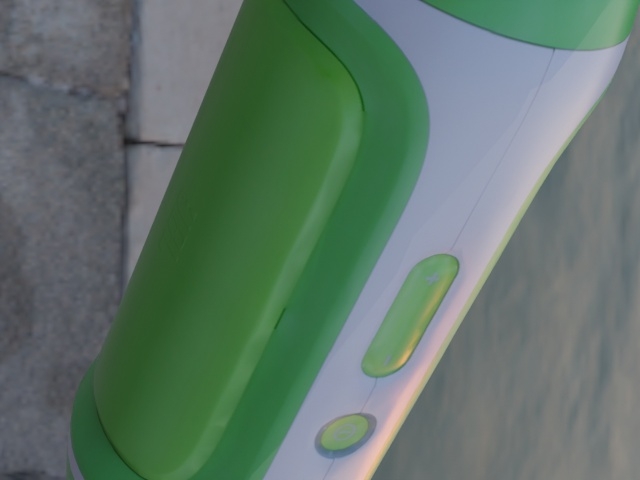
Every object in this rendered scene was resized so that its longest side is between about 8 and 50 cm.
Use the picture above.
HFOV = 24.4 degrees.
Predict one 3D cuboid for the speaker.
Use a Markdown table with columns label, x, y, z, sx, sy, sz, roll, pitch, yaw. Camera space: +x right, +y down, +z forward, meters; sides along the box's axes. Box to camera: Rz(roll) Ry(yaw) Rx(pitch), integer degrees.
| label | x | y | z | sx | sy | sz | roll | pitch | yaw |
| --- | --- | --- | --- | --- | --- | --- | --- | --- | --- |
| speaker | 0.000 | 0.000 | 0.540 | 0.131 | 0.131 | 0.296 | -31 | 153 | -53 |
